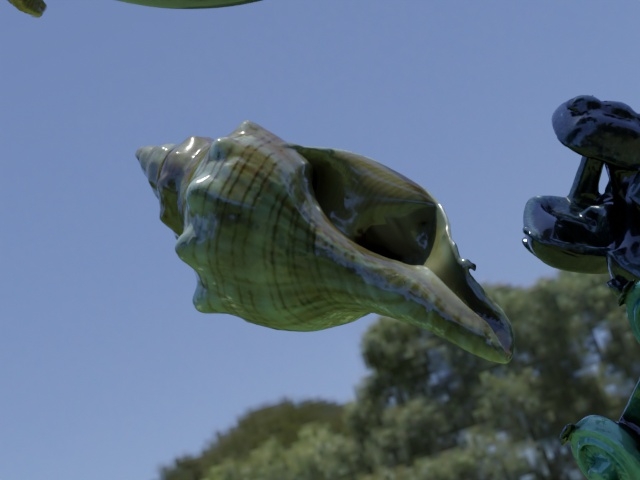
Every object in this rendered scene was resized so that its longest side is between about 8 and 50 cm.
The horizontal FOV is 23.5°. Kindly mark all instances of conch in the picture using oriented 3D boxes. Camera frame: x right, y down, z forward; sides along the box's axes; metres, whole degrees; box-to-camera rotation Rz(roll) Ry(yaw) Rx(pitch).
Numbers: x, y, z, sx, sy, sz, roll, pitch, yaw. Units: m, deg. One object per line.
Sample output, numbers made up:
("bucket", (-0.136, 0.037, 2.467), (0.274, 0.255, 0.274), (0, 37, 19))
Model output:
("conch", (-0.002, 0.006, 1.311), (0.203, 0.386, 0.169), (-50, -14, -28))

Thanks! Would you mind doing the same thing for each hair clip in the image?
("hair clip", (0.327, -0.013, 1.254), (0.310, 0.206, 0.194), (4, -67, -19))

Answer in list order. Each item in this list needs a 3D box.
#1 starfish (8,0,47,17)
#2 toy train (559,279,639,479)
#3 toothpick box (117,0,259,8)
("starfish", (-0.216, -0.219, 0.741), (0.048, 0.295, 0.231), (1, 30, 24))
("toy train", (0.271, 0.114, 0.959), (0.120, 0.194, 0.298), (-33, -28, -27))
("toothpick box", (-0.092, -0.366, 1.031), (0.263, 0.263, 0.354), (-11, -51, -19))
